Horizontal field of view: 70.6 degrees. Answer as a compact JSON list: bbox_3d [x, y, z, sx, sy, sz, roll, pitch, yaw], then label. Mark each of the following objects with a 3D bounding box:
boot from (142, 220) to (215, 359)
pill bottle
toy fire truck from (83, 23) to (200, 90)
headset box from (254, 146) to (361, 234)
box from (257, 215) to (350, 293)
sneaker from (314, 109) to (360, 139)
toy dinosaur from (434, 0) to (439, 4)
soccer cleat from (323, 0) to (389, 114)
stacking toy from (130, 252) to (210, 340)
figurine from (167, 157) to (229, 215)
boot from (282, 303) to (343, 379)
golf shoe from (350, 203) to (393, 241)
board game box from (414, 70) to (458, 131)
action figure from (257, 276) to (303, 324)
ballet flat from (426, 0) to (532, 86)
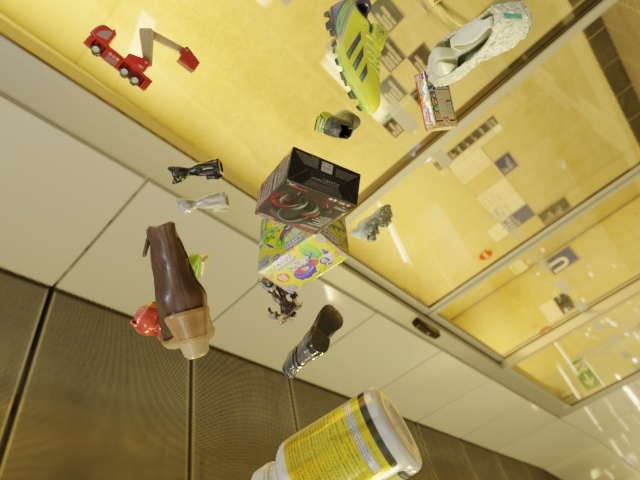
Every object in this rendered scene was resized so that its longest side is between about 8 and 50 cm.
[{"bbox_3d":[-0.236,0.074,0.747,0.090,0.248,0.207,-14,-88,-23],"label":"boot"},{"bbox_3d":[0.028,0.475,0.961,0.188,0.334,0.188,56,-175,-8],"label":"pill bottle"},{"bbox_3d":[-0.366,-0.389,0.939,0.192,0.135,0.047,38,177,-28],"label":"toy fire truck"},{"bbox_3d":[-0.050,-0.129,1.337,0.218,0.293,0.110,19,-115,-22],"label":"headset box"},{"bbox_3d":[-0.068,-0.011,1.666,0.177,0.290,0.279,38,-148,-32],"label":"box"},{"bbox_3d":[0.095,-0.473,1.901,0.121,0.111,0.300,35,-146,19],"label":"sneaker"},{"bbox_3d":[0.512,-1.014,1.841,0.064,0.112,0.211,59,-156,-26],"label":"toy dinosaur"},{"bbox_3d":[0.087,-0.384,0.911,0.093,0.121,0.289,54,-158,-62],"label":"soccer cleat"},{"bbox_3d":[-0.461,0.159,1.410,0.130,0.280,0.309,15,-179,-3],"label":"stacking toy"},{"bbox_3d":[-0.481,-0.205,1.786,0.092,0.209,0.215,-105,7,-80],"label":"figurine"},{"bbox_3d":[-0.040,0.409,1.870,0.118,0.223,0.338,45,-152,2],"label":"boot"},{"bbox_3d":[0.153,-0.059,1.350,0.176,0.086,0.069,-39,-59,-45],"label":"golf shoe"},{"bbox_3d":[0.400,-0.478,1.558,0.146,0.045,0.194,-16,-86,-42],"label":"board game box"},{"bbox_3d":[-0.187,0.270,2.128,0.185,0.099,0.285,-49,-61,-44],"label":"action figure"},{"bbox_3d":[0.405,-0.560,1.297,0.147,0.147,0.409,44,161,-14],"label":"ballet flat"}]
